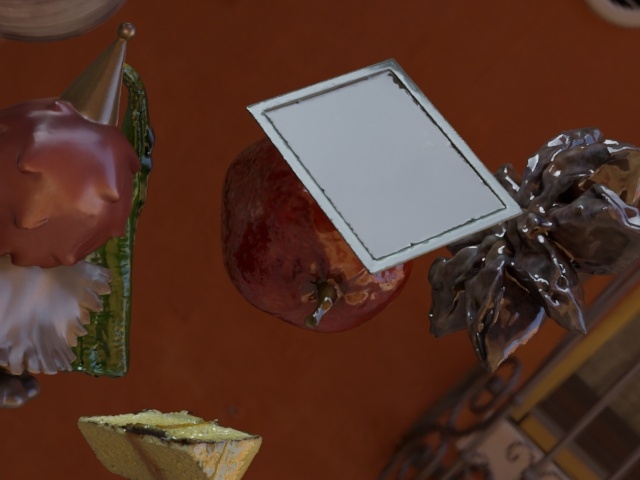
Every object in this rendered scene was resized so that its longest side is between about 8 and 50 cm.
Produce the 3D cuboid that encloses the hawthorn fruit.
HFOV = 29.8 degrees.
[{"bbox_3d":[0.000,0.000,1.170,0.205,0.205,0.253,40,27,-34],"label":"hawthorn fruit"}]

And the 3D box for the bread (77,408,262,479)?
[{"bbox_3d":[-0.235,0.323,1.870,0.266,0.142,0.178,9,17,38],"label":"bread"}]

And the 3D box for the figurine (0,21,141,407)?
[{"bbox_3d":[-0.265,-0.024,1.105,0.207,0.387,0.166,0,27,-47],"label":"figurine"}]

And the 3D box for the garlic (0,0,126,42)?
[{"bbox_3d":[-0.214,-0.257,0.781,0.256,0.207,0.207,36,10,-33],"label":"garlic"}]

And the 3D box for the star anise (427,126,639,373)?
[{"bbox_3d":[0.234,-0.004,1.315,0.117,0.332,0.332,40,8,-29],"label":"star anise"}]

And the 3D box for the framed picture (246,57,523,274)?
[{"bbox_3d":[0.047,-0.060,0.923,0.183,0.142,0.011,54,-29,28],"label":"framed picture"}]

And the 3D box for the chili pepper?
[{"bbox_3d":[-0.239,-0.020,1.360,0.085,0.359,0.076,6,5,-12],"label":"chili pepper"}]
